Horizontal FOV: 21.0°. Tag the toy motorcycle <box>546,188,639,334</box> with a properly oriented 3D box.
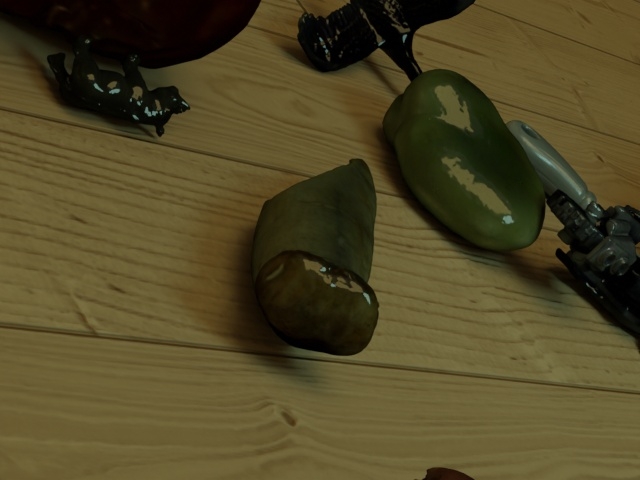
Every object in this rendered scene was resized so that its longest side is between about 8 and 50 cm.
[{"bbox_3d":[0.332,0.036,1.825,0.159,0.106,0.270,52,13,34],"label":"toy motorcycle"}]

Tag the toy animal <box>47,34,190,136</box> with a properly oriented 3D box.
[{"bbox_3d":[-0.167,-0.127,1.485,0.136,0.047,0.065,18,38,-42],"label":"toy animal"}]

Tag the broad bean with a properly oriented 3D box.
[{"bbox_3d":[0.152,-0.079,1.803,0.169,0.100,0.228,15,45,-30],"label":"broad bean"}]

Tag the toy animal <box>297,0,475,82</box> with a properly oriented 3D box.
[{"bbox_3d":[0.089,-0.244,1.957,0.160,0.272,0.197,46,-19,55],"label":"toy animal"}]

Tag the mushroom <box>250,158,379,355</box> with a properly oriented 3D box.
[{"bbox_3d":[-0.003,-0.002,1.461,0.107,0.087,0.333,38,21,-14],"label":"mushroom"}]

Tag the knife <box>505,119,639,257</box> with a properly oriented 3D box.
[{"bbox_3d":[0.325,-0.013,1.999,0.331,0.044,0.080,46,21,6],"label":"knife"}]

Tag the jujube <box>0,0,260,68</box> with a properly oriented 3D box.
[{"bbox_3d":[-0.211,-0.311,1.501,0.377,0.276,0.276,36,22,-38],"label":"jujube"}]

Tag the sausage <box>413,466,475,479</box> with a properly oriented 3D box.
[{"bbox_3d":[0.186,0.327,1.172,0.088,0.088,0.433,0,45,-54],"label":"sausage"}]
